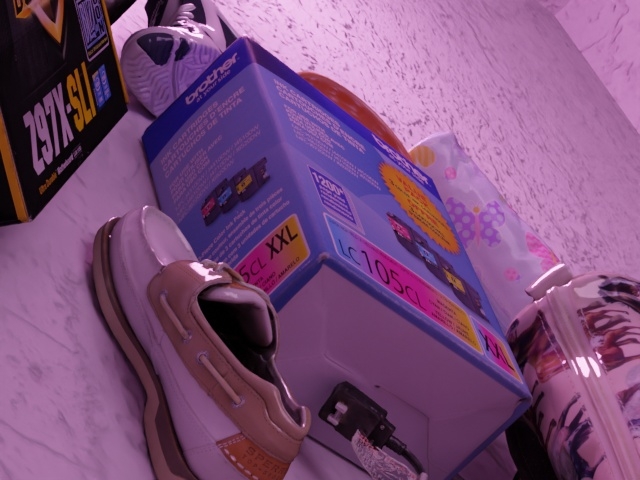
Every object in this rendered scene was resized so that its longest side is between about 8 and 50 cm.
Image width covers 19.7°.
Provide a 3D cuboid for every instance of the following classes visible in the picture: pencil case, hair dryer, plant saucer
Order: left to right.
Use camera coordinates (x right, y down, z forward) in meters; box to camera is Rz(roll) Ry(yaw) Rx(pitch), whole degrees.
[{"bbox_3d":[0.028,-0.094,1.958,0.200,0.037,0.200,37,26,-21],"label":"plant saucer"},{"bbox_3d":[0.069,0.259,1.381,0.293,0.080,0.223,41,34,-3],"label":"hair dryer"},{"bbox_3d":[0.181,0.003,2.093,0.273,0.113,0.124,50,27,8],"label":"pencil case"},{"bbox_3d":[0.260,0.183,1.495,0.410,0.160,0.183,-106,172,-58],"label":"pencil case"}]

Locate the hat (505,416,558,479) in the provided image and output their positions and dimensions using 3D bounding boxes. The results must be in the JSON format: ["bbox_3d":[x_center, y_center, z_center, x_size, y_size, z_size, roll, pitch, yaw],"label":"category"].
[{"bbox_3d":[0.276,0.244,1.758,0.331,0.134,0.331,24,35,-18],"label":"hat"}]

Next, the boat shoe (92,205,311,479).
[{"bbox_3d":[-0.080,0.070,1.336,0.113,0.103,0.302,32,23,-42],"label":"boat shoe"}]

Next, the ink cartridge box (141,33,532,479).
[{"bbox_3d":[0.000,0.000,1.616,0.270,0.151,0.395,35,19,-34],"label":"ink cartridge box"}]

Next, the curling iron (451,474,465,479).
[{"bbox_3d":[0.166,0.278,1.561,0.274,0.068,0.035,49,18,23],"label":"curling iron"}]

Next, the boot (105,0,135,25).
[{"bbox_3d":[-0.270,-0.328,1.717,0.284,0.138,0.377,44,23,-9],"label":"boot"}]

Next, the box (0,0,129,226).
[{"bbox_3d":[-0.233,-0.173,1.343,0.322,0.079,0.257,-70,151,-71],"label":"box"}]

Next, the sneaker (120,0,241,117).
[{"bbox_3d":[-0.146,-0.192,1.788,0.153,0.094,0.235,46,23,26],"label":"sneaker"}]
